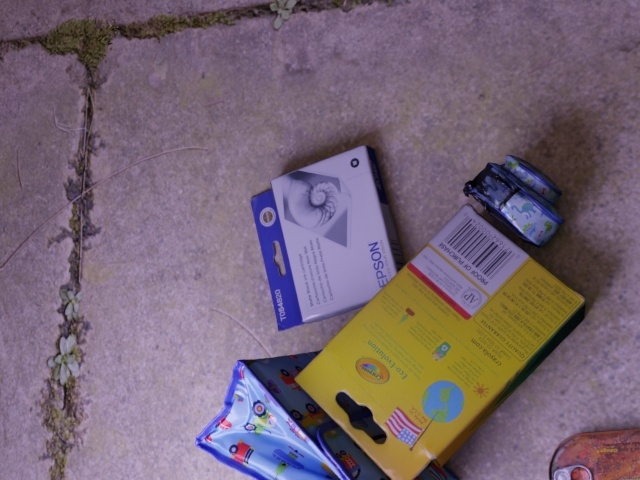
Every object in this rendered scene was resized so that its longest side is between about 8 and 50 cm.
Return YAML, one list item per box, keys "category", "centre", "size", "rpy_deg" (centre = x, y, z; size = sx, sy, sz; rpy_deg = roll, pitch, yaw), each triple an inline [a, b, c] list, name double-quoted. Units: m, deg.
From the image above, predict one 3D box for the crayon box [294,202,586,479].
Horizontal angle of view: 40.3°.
- category: "crayon box"
  centre: [0.149, 0.134, 1.098]
  size: [0.318, 0.081, 0.202]
  rpy_deg: [-44, 65, -6]

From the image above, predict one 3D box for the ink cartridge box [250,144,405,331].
- category: "ink cartridge box"
  centre: [0.000, 0.000, 1.267]
  size: [0.224, 0.045, 0.223]
  rpy_deg: [-21, 75, 24]

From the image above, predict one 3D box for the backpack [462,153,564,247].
- category: "backpack"
  centre: [0.257, -0.051, 1.106]
  size: [0.084, 0.105, 0.114]
  rpy_deg: [-49, 67, 14]

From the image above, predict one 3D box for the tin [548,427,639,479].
- category: "tin"
  centre: [0.371, 0.279, 1.042]
  size: [0.190, 0.040, 0.106]
  rpy_deg: [-11, 74, 26]

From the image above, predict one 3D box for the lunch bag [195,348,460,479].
- category: "lunch bag"
  centre: [0.030, 0.277, 1.113]
  size: [0.293, 0.221, 0.138]
  rpy_deg: [33, 103, 26]
